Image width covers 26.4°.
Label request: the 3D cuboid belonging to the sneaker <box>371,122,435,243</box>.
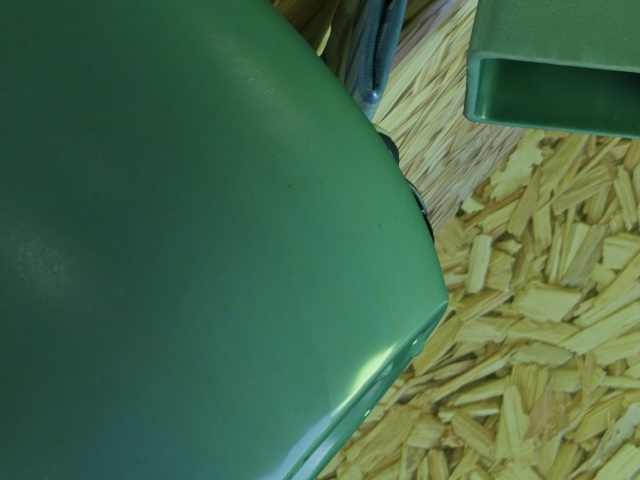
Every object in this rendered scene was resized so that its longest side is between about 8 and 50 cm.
[{"bbox_3d":[0.046,-0.025,1.318,0.131,0.148,0.350,-53,174,15],"label":"sneaker"}]

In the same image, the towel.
[{"bbox_3d":[-0.008,-0.074,0.992,0.285,0.034,0.209,122,-13,-45],"label":"towel"}]

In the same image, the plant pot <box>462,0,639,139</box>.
[{"bbox_3d":[0.263,-0.237,1.179,0.248,0.247,0.252,55,43,-81],"label":"plant pot"}]

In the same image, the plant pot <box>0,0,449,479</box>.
[{"bbox_3d":[-0.093,0.021,0.553,0.293,0.235,0.293,-48,171,-10],"label":"plant pot"}]
